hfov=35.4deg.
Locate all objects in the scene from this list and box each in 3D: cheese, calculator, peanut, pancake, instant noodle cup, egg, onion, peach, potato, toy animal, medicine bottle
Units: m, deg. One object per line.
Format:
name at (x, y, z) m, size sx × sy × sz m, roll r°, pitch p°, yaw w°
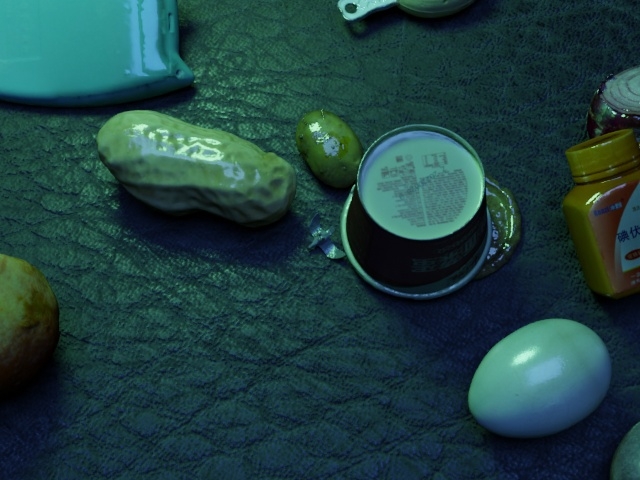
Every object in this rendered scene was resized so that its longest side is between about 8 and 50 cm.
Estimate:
cheese at (0.162, -0.423, 1.707) m, size 0.163 × 0.071 × 0.249 m, roll 40°, pitch 72°, yaw 18°
calculator at (-0.405, -0.347, 1.641) m, size 0.386 × 0.054 × 0.256 m, roll -2°, pitch 92°, yaw 4°
peanut at (-0.190, -0.106, 1.531) m, size 0.313 × 0.152 × 0.152 m, roll 14°, pitch 67°, yaw 0°
pancake at (0.221, -0.031, 1.559) m, size 0.199 × 0.021 × 0.199 m, roll 0°, pitch 66°, yaw -1°
instant noodle cup at (0.142, -0.049, 1.458) m, size 0.234 × 0.178 × 0.235 m, roll -1°, pitch 69°, yaw 3°
egg at (0.302, 0.194, 1.389) m, size 0.209 × 0.151 × 0.151 m, roll -28°, pitch 68°, yaw -3°
onion at (0.521, -0.170, 1.528) m, size 0.195 × 0.140 × 0.218 m, roll -14°, pitch 37°, yaw -17°
peach at (-0.493, 0.130, 1.387) m, size 0.232 × 0.232 × 0.257 m, roll 18°, pitch 76°, yaw 8°
potato at (0.014, -0.149, 1.586) m, size 0.091 × 0.070 × 0.138 m, roll -32°, pitch 70°, yaw -12°
toy animal at (0.000, -0.001, 1.542) m, size 0.050 × 0.028 × 0.084 m, roll -23°, pitch 67°, yaw -19°
medicine bottle at (0.440, -0.041, 1.465) m, size 0.149 × 0.112 × 0.222 m, roll -20°, pitch 97°, yaw -3°

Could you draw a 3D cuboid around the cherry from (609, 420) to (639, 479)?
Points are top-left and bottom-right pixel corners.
cherry at (0.467, 0.319, 1.341) m, size 0.176 × 0.140 × 0.176 m, roll 3°, pitch 42°, yaw -3°
